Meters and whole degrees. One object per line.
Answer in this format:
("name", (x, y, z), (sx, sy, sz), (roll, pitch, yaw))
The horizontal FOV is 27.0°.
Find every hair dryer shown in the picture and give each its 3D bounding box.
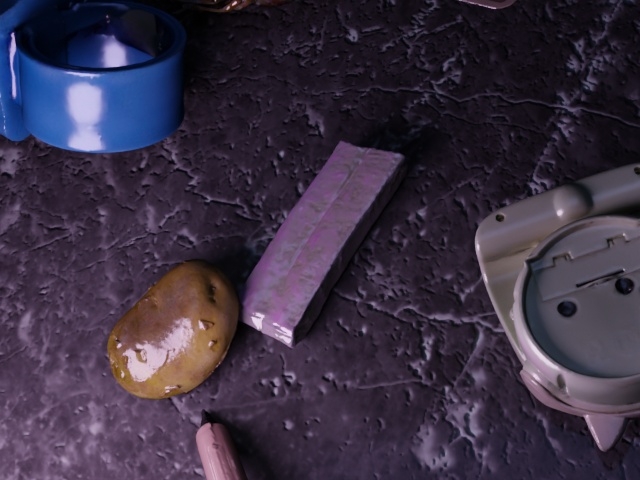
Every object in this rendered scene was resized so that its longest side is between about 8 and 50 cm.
("hair dryer", (-0.093, 0.327, 1.593), (0.107, 0.189, 0.344), (-21, 39, -3))

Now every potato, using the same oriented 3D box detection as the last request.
("potato", (-0.201, 0.109, 1.727), (0.200, 0.081, 0.164), (-47, 54, 4))

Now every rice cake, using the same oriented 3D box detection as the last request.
("rice cake", (-0.001, -0.002, 1.766), (0.106, 0.050, 0.298), (25, 74, 26))

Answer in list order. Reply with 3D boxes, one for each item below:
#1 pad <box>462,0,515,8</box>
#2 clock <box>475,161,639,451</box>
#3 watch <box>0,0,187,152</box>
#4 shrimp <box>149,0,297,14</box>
("pad", (0.249, -0.458, 1.948), (0.176, 0.002, 0.266), (18, 71, 24))
("clock", (0.348, 0.080, 1.590), (0.265, 0.108, 0.324), (-19, 61, 5))
("watch", (-0.301, -0.248, 1.898), (0.274, 0.241, 0.305), (24, 40, 28))
("shrimp", (-0.158, -0.415, 1.917), (0.372, 0.172, 0.137), (1, 30, -13))
